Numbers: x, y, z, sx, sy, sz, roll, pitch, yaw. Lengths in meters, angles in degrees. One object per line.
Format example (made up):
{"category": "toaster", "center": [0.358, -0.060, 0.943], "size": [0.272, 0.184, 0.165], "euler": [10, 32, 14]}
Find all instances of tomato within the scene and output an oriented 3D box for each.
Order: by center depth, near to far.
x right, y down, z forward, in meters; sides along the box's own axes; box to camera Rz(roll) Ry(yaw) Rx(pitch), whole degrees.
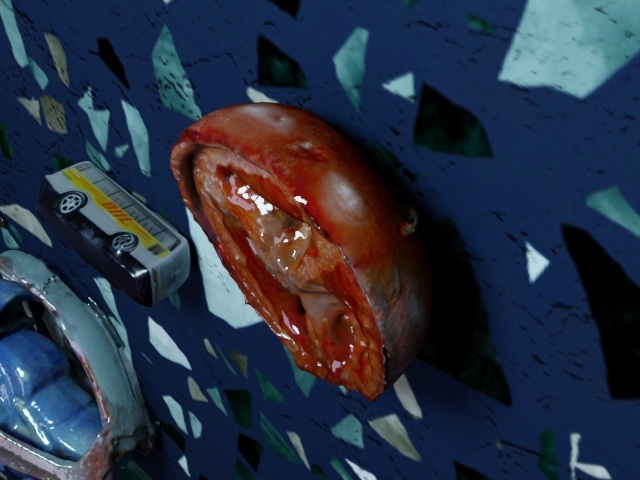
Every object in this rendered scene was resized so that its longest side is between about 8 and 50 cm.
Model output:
{"category": "tomato", "center": [0.001, -0.003, 0.815], "size": [0.228, 0.101, 0.228], "euler": [42, 152, 28]}

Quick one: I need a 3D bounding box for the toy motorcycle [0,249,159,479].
{"category": "toy motorcycle", "center": [-0.324, 0.151, 1.346], "size": [0.319, 0.241, 0.182], "euler": [45, -173, 6]}

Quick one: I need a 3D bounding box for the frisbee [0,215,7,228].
{"category": "frisbee", "center": [-0.432, -0.034, 1.425], "size": [0.187, 0.012, 0.211], "euler": [-8, 111, 54]}

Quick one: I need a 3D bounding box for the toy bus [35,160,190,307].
{"category": "toy bus", "center": [-0.191, -0.009, 1.079], "size": [0.172, 0.072, 0.057], "euler": [36, 141, 31]}
